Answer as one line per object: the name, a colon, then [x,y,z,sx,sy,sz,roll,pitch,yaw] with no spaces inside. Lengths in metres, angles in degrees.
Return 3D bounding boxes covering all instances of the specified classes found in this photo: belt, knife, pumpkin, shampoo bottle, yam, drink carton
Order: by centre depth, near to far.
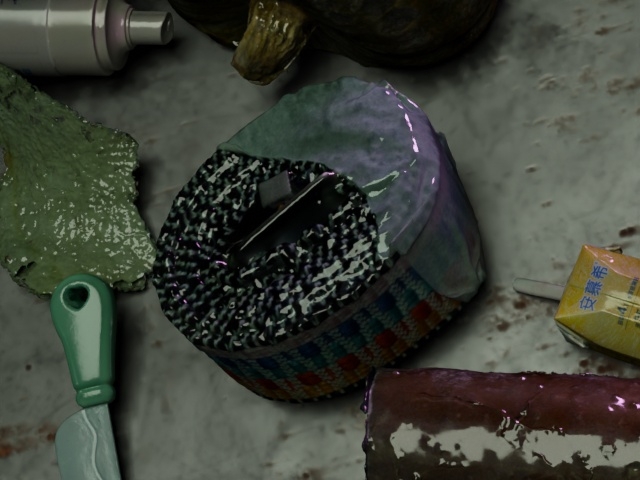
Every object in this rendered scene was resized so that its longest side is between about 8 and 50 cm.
yam: [0.161,0.158,1.256,0.279,0.131,0.131,2,73,19]
drink carton: [0.233,0.051,1.293,0.200,0.074,0.084,17,79,22]
belt: [0.000,0.000,1.351,0.257,0.150,0.207,-40,55,2]
pumpkin: [-0.030,-0.257,1.405,0.325,0.232,0.242,10,79,25]
knife: [-0.191,0.156,1.413,0.063,0.034,0.260,-8,80,9]
shampoo bottle: [-0.281,-0.192,1.529,0.303,0.092,0.092,2,73,13]

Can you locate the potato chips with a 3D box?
potato chips: [-0.233,-0.053,1.493,0.167,0.059,0.228,-16,82,26]
